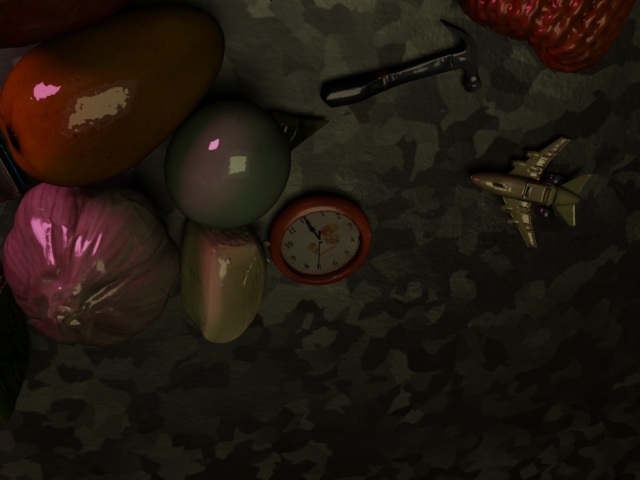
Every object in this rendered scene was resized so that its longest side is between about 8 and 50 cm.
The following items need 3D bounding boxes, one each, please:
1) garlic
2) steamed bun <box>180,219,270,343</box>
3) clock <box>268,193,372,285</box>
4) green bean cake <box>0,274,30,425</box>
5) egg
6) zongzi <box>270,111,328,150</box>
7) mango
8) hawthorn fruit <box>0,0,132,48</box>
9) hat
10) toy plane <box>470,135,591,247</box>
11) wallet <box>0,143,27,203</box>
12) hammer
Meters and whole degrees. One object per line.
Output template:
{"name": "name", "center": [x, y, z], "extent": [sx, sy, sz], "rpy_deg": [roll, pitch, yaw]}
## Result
{"name": "garlic", "center": [-0.393, 0.053, 1.303], "extent": [0.317, 0.259, 0.318], "rpy_deg": [3, 114, 7]}
{"name": "steamed bun", "center": [-0.172, 0.066, 1.420], "extent": [0.152, 0.170, 0.239], "rpy_deg": [-10, 124, -27]}
{"name": "clock", "center": [0.000, 0.000, 1.471], "extent": [0.205, 0.051, 0.205], "rpy_deg": [-5, 123, -7]}
{"name": "green bean cake", "center": [-0.627, 0.209, 1.381], "extent": [0.124, 0.222, 0.248], "rpy_deg": [1, 128, -3]}
{"name": "egg", "center": [-0.155, -0.123, 1.249], "extent": [0.202, 0.203, 0.282], "rpy_deg": [10, 159, -17]}
{"name": "zongzi", "center": [-0.049, -0.179, 1.357], "extent": [0.113, 0.052, 0.104], "rpy_deg": [-1, 134, -28]}
{"name": "mango", "center": [-0.310, -0.232, 1.150], "extent": [0.378, 0.264, 0.221], "rpy_deg": [-34, 99, -8]}
{"name": "hawthorn fruit", "center": [-0.361, -0.440, 0.940], "extent": [0.402, 0.403, 0.403], "rpy_deg": [-5, 123, -8]}
{"name": "hat", "center": [0.409, -0.463, 1.130], "extent": [0.285, 0.285, 0.400], "rpy_deg": [29, 107, -26]}
{"name": "toy plane", "center": [0.411, -0.099, 1.471], "extent": [0.244, 0.092, 0.229], "rpy_deg": [8, 104, -19]}
{"name": "wallet", "center": [-0.631, -0.186, 1.233], "extent": [0.168, 0.044, 0.317], "rpy_deg": [-17, 122, 4]}
{"name": "hammer", "center": [0.139, -0.295, 1.319], "extent": [0.289, 0.037, 0.137], "rpy_deg": [-15, 124, -2]}
